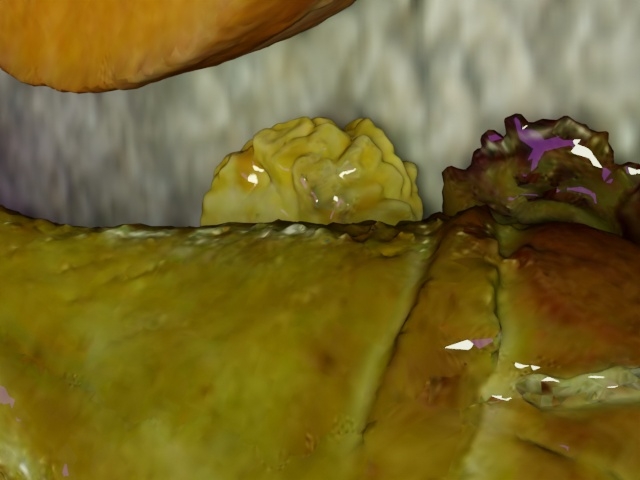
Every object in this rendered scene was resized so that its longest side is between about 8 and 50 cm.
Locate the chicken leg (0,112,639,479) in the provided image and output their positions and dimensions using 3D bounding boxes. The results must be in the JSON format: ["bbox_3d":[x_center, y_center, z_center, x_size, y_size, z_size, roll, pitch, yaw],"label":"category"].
[{"bbox_3d":[-0.001,0.036,0.461,0.361,0.211,0.140,35,146,13],"label":"chicken leg"}]

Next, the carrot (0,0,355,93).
[{"bbox_3d":[-0.052,-0.181,0.541,0.307,0.100,0.258,-44,68,37],"label":"carrot"}]

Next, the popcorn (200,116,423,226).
[{"bbox_3d":[0.000,0.000,0.562,0.083,0.057,0.082,24,107,39],"label":"popcorn"}]
